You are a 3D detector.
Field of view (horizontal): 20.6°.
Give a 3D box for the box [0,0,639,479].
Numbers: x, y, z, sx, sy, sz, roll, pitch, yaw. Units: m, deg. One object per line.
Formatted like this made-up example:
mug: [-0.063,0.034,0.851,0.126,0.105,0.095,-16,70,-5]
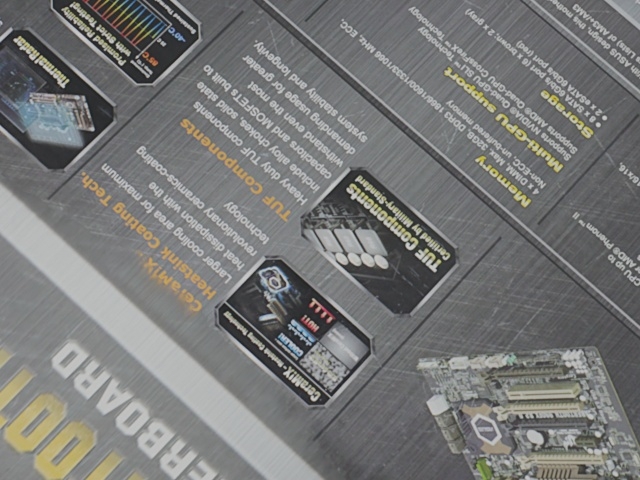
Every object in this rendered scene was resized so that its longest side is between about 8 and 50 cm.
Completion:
box: [0.000,0.000,0.340,0.231,0.056,0.183,41,73,7]
